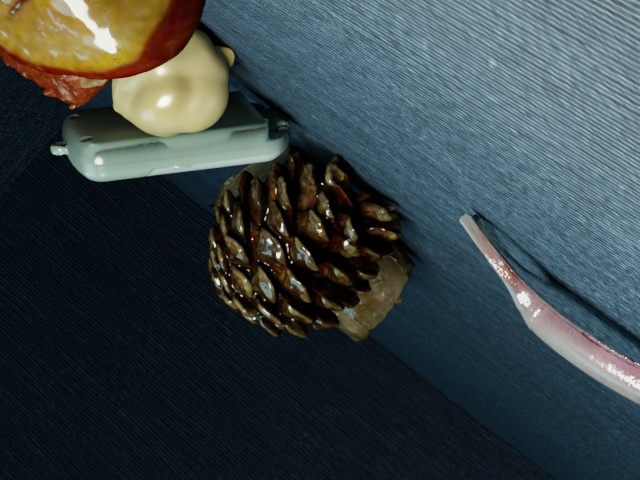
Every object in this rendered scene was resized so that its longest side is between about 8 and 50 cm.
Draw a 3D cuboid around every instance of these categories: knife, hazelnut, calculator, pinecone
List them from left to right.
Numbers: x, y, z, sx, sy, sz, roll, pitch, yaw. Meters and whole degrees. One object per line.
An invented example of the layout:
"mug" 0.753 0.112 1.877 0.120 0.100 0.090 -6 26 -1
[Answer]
"hazelnut" -0.175 -0.213 1.373 0.212 0.181 0.181 40 147 -7
"calculator" -0.152 -0.107 1.934 0.141 0.246 0.045 -131 37 -63
"pinecone" -0.021 -0.003 1.982 0.184 0.204 0.179 38 -150 -2
"knife" 0.227 0.083 1.595 0.278 0.053 0.123 39 -179 31

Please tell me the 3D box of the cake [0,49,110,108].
"cake" -0.293 -0.263 1.909 0.283 0.151 0.177 38 163 23

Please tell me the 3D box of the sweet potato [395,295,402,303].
"sweet potato" 0.029 0.005 2.362 0.075 0.075 0.273 36 170 40

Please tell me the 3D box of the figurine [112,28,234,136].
"figurine" -0.143 -0.158 1.897 0.114 0.108 0.196 9 -175 0

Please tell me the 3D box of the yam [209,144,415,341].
"yam" -0.001 0.001 2.164 0.238 0.129 0.128 44 132 -16
